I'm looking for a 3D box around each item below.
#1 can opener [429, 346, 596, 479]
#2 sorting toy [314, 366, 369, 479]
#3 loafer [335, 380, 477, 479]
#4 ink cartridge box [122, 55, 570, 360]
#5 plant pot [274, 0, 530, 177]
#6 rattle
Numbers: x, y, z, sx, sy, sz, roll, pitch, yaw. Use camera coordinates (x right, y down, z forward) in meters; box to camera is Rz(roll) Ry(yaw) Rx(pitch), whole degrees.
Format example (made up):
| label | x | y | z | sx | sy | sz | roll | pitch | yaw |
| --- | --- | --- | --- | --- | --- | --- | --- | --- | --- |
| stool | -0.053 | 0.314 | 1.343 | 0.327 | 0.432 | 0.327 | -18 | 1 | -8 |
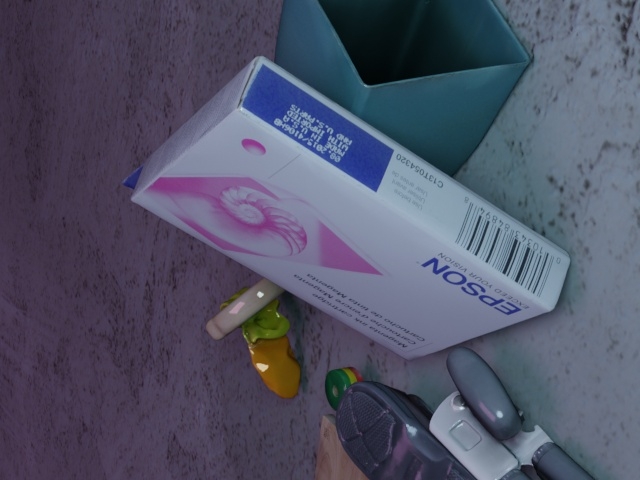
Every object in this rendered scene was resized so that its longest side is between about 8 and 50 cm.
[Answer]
| label | x | y | z | sx | sy | sz | roll | pitch | yaw |
| --- | --- | --- | --- | --- | --- | --- | --- | --- | --- |
| can opener | 0.184 | 0.202 | 1.142 | 0.280 | 0.074 | 0.093 | 45 | 170 | 44 |
| sorting toy | 0.046 | 0.279 | 1.442 | 0.132 | 0.046 | 0.275 | 36 | 125 | 52 |
| loafer | 0.130 | 0.239 | 1.263 | 0.302 | 0.095 | 0.109 | 49 | 123 | 39 |
| ink cartridge box | 0.000 | 0.000 | 1.219 | 0.330 | 0.324 | 0.071 | -32 | 32 | 57 |
| plant pot | 0.052 | -0.131 | 1.245 | 0.165 | 0.165 | 0.234 | 63 | 153 | 30 |
| rattle | -0.024 | 0.078 | 1.504 | 0.199 | 0.130 | 0.143 | -35 | 74 | 28 |
